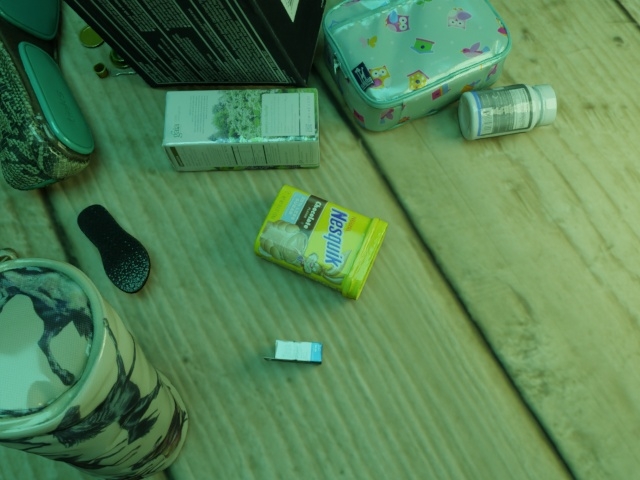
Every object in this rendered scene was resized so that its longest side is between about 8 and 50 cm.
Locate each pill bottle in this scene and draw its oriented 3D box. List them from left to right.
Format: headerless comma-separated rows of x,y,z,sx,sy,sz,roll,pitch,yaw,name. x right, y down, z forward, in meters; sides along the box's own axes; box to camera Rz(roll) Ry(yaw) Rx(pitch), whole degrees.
0.297,-0.207,0.926,0.137,0.078,0.078,-9,74,-2,pill bottle

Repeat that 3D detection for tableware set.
-0.371,-0.353,1.005,0.104,0.024,0.154,-6,74,-1,tableware set

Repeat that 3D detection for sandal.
-0.312,0.013,0.893,0.067,0.040,0.179,-36,62,-15,sandal

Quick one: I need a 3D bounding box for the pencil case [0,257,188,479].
-0.269,0.165,0.651,0.183,0.410,0.160,29,65,13,pencil case

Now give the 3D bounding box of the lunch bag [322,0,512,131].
0.144,-0.319,0.945,0.279,0.108,0.224,-23,75,-6,lunch bag

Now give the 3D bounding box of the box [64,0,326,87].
-0.184,-0.374,0.831,0.294,0.296,0.183,5,72,21,box

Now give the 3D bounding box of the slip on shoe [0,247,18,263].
-0.518,0.059,0.878,0.135,0.051,0.041,-42,37,-3,slip on shoe

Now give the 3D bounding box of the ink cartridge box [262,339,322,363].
-0.039,0.160,0.836,0.083,0.048,0.028,4,73,1,ink cartridge box

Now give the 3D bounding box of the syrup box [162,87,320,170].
-0.120,-0.172,0.911,0.236,0.096,0.093,-2,72,0,syrup box

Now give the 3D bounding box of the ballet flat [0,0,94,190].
-0.505,-0.300,0.936,0.182,0.164,0.483,-23,75,15,ballet flat

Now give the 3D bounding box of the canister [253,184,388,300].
0.000,0.000,0.871,0.169,0.073,0.126,22,75,9,canister
